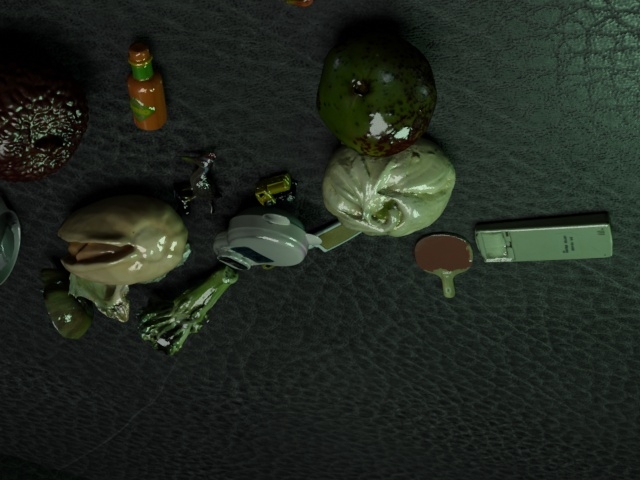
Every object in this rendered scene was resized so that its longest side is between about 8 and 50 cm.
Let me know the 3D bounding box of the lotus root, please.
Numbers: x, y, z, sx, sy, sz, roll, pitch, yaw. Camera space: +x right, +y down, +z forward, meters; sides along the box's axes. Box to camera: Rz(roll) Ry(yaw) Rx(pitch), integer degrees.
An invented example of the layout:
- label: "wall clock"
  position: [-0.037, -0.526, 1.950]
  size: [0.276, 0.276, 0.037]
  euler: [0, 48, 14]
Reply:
- label: "lotus root"
  position: [-0.605, 0.144, 2.315]
  size: [0.078, 0.183, 0.203]
  euler: [-23, 169, 6]

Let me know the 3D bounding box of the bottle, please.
- label: "bottle"
  position: [-0.324, -0.287, 1.741]
  size: [0.069, 0.069, 0.187]
  euler: [6, 143, 3]

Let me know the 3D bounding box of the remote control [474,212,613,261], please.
- label: "remote control"
  position: [0.474, -0.004, 2.017]
  size: [0.285, 0.038, 0.123]
  euler: [-4, 142, 20]

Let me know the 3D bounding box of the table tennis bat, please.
- label: "table tennis bat"
  position: [0.285, 0.057, 2.149]
  size: [0.131, 0.022, 0.234]
  euler: [-2, 142, 13]

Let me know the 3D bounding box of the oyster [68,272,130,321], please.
- label: "oyster"
  position: [-0.525, 0.099, 2.291]
  size: [0.161, 0.107, 0.232]
  euler: [-27, 137, -9]

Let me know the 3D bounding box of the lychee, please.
- label: "lychee"
  position: [-0.558, -0.231, 1.724]
  size: [0.261, 0.260, 0.260]
  euler: [5, 145, 4]

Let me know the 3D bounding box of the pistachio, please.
- label: "pistachio"
  position: [-0.441, -0.003, 2.072]
  size: [0.318, 0.214, 0.193]
  euler: [-1, 101, 28]

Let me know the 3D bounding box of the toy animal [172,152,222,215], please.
- label: "toy animal"
  position: [-0.249, -0.122, 1.977]
  size: [0.105, 0.070, 0.202]
  euler: [3, 144, -16]

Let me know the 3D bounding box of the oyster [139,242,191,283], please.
- label: "oyster"
  position: [-0.387, 0.053, 2.228]
  size: [0.125, 0.064, 0.177]
  euler: [5, 143, -34]

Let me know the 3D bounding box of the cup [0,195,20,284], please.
- label: "cup"
  position: [-0.820, -0.022, 2.149]
  size: [0.264, 0.182, 0.226]
  euler: [11, 112, 6]

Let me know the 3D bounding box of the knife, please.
- label: "knife"
  position: [0.001, 0.001, 2.116]
  size: [0.343, 0.027, 0.061]
  euler: [-27, 130, 35]

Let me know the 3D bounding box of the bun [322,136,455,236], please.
- label: "bun"
  position: [0.128, -0.091, 1.852]
  size: [0.259, 0.160, 0.259]
  euler: [4, 147, 3]

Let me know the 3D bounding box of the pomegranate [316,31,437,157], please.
- label: "pomegranate"
  position: [0.110, -0.245, 1.631]
  size: [0.214, 0.214, 0.248]
  euler: [-14, 172, 28]

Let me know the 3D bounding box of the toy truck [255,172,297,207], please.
- label: "toy truck"
  position: [-0.095, -0.106, 1.967]
  size: [0.083, 0.049, 0.054]
  euler: [-14, 137, 26]

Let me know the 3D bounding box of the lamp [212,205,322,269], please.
- label: "lamp"
  position: [-0.128, -0.009, 2.059]
  size: [0.246, 0.108, 0.179]
  euler: [-15, 143, 40]

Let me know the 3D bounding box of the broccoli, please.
- label: "broccoli"
  position: [-0.315, 0.151, 2.314]
  size: [0.304, 0.165, 0.145]
  euler: [-37, 95, 29]

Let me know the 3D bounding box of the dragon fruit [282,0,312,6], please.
- label: "dragon fruit"
  position: [-0.027, -0.421, 1.441]
  size: [0.166, 0.133, 0.136]
  euler: [7, 155, -17]
